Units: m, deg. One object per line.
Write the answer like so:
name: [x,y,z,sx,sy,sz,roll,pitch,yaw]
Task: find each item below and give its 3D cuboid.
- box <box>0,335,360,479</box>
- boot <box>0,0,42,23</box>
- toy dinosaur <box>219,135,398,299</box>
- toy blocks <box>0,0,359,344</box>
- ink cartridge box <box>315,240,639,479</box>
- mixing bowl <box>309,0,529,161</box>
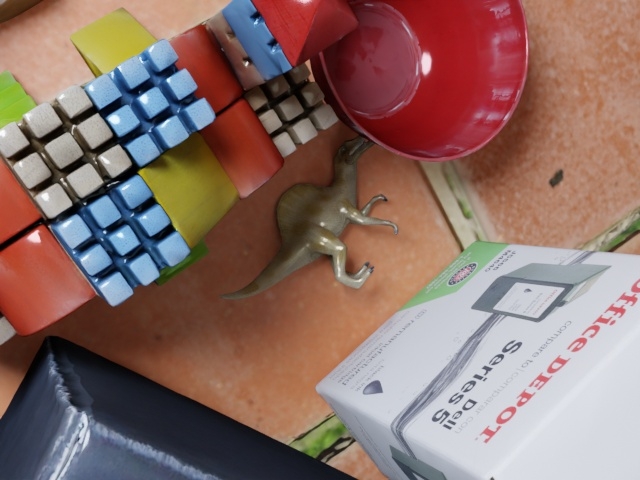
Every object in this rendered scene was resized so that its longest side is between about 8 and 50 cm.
box: [-0.065,0.384,0.546,0.480,0.297,0.472,31,83,-19]
boot: [-0.214,-0.213,0.608,0.118,0.042,0.087,-37,98,-17]
toy dinosaur: [0.000,0.000,0.698,0.092,0.053,0.183,37,71,-3]
toy blocks: [-0.129,-0.039,0.526,0.381,0.261,0.190,-36,104,-16]
ink cartridge box: [0.144,0.106,0.628,0.198,0.273,0.115,-40,105,-15]
mixing bowl: [0.061,-0.149,0.677,0.181,0.098,0.181,-1,92,-25]
